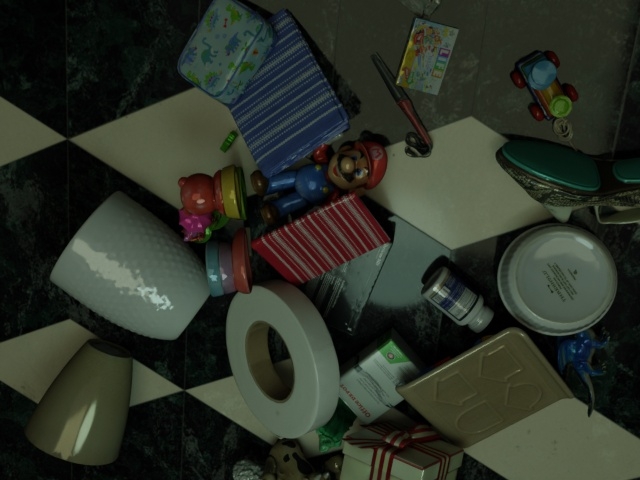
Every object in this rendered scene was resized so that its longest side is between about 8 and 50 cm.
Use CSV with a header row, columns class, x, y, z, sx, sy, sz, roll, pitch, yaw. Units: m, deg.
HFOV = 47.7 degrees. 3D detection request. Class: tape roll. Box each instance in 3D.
class,x,y,z,sx,sy,sz,roll,pitch,yaw
tape roll,-0.101,0.290,1.772,0.392,0.072,0.392,21,118,46

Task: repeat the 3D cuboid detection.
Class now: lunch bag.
class,x,y,z,sx,sy,sz,roll,pitch,yaw
lunch bag,-0.217,-0.439,1.660,0.176,0.090,0.219,36,100,23

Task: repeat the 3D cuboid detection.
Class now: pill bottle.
class,x,y,z,sx,sy,sz,roll,pitch,yaw
pill bottle,0.339,0.149,1.777,0.169,0.094,0.094,39,108,-4

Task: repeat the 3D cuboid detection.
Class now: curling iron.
class,x,y,z,sx,sy,sz,roll,pitch,yaw
curling iron,0.185,-0.312,1.696,0.068,0.035,0.274,-24,101,14

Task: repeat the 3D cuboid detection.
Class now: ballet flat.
class,x,y,z,sx,sy,sz,roll,pitch,yaw
ballet flat,0.633,-0.114,1.640,0.483,0.164,0.182,4,132,6

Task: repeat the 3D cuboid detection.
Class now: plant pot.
class,x,y,z,sx,sy,sz,roll,pitch,yaw
plant pot,-0.614,0.413,1.935,0.257,0.256,0.274,22,92,2

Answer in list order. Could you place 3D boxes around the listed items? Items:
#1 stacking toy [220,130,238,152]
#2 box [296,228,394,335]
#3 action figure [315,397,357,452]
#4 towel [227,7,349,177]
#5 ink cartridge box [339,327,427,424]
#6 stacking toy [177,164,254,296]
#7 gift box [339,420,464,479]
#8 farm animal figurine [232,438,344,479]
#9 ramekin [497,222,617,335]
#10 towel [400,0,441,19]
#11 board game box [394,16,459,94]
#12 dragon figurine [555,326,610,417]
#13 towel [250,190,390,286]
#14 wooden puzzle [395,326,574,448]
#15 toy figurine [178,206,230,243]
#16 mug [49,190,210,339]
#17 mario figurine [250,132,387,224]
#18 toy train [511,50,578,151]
class,x,y,z,sx,sy,sz,roll,pitch,yaw
stacking toy,-0.115,-0.256,1.753,0.167,0.052,0.221,39,110,-2
box,0.051,0.075,1.794,0.184,0.103,0.261,24,108,5
action figure,0.026,0.466,1.843,0.137,0.232,0.063,37,108,-3
towel,-0.098,-0.337,1.666,0.243,0.040,0.336,-32,72,17
ink cartridge box,0.152,0.351,1.866,0.208,0.087,0.153,-38,98,15
stacking toy,-0.240,-0.032,1.702,0.130,0.279,0.308,-6,105,-1
gift box,0.174,0.587,1.805,0.276,0.255,0.258,14,96,30
farm animal figurine,-0.023,0.642,1.914,0.327,0.330,0.172,36,114,27
ramekin,0.550,0.087,1.666,0.273,0.127,0.272,-1,85,11
towel,0.140,-0.583,1.546,0.282,0.187,0.049,38,94,-3
board game box,0.239,-0.418,1.641,0.103,0.026,0.154,11,114,-11
dragon figurine,0.621,0.278,1.775,0.144,0.085,0.289,5,102,9
towel,0.000,0.000,1.661,0.275,0.031,0.199,-26,138,15
wooden puzzle,0.404,0.359,1.792,0.348,0.080,0.322,-30,126,19
toy figurine,-0.306,-0.049,1.781,0.130,0.159,0.173,27,109,0
mug,-0.464,0.107,1.816,0.328,0.276,0.374,37,138,-6
mario figurine,0.000,-0.151,1.673,0.321,0.170,0.198,-20,123,4
toy train,0.525,-0.295,1.594,0.105,0.143,0.248,-30,100,16
